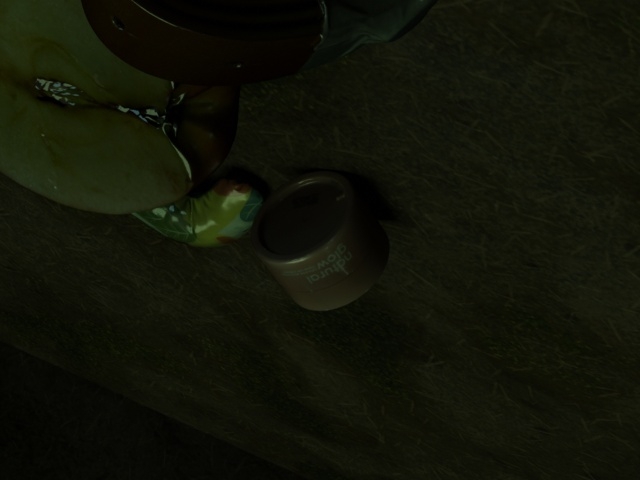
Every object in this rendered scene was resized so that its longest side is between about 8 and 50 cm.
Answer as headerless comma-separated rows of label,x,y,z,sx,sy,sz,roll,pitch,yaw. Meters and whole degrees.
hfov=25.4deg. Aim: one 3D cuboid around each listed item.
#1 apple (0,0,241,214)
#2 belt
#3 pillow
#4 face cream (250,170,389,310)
apple,-0.265,-0.186,1.564,0.365,0.295,0.329,15,179,24
belt,-0.025,-0.247,1.154,0.217,0.338,0.122,70,160,9
pillow,-0.194,-0.078,1.948,0.233,0.086,0.214,39,144,-14
face cream,0.000,0.000,1.780,0.149,0.149,0.104,9,148,40
